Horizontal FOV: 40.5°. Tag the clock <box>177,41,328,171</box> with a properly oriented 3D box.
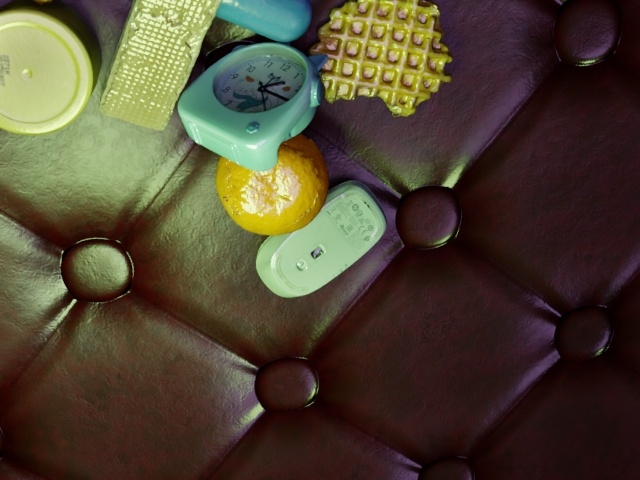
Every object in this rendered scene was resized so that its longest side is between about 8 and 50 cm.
[{"bbox_3d":[-0.106,-0.265,1.602,0.274,0.223,0.094,-46,150,-23],"label":"clock"}]

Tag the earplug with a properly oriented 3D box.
[{"bbox_3d":[-0.141,-0.449,1.572,0.273,0.132,0.132,22,107,-21],"label":"earplug"}]

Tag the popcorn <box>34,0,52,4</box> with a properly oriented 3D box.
[{"bbox_3d":[-0.480,-0.518,1.455,0.190,0.191,0.253,-44,104,-5],"label":"popcorn"}]

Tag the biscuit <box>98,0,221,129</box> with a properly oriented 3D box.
[{"bbox_3d":[-0.269,-0.368,1.512,0.144,0.078,0.426,15,138,-19],"label":"biscuit"}]

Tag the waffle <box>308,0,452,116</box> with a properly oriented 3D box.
[{"bbox_3d":[0.124,-0.358,1.688,0.291,0.051,0.291,-3,111,-7],"label":"waffle"}]

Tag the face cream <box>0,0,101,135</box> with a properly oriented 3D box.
[{"bbox_3d":[-0.505,-0.312,1.536,0.218,0.179,0.218,-3,113,-8],"label":"face cream"}]

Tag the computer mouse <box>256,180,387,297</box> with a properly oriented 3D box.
[{"bbox_3d":[-0.002,-0.001,1.794,0.288,0.097,0.159,-40,112,-4],"label":"computer mouse"}]

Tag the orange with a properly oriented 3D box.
[{"bbox_3d":[-0.093,-0.117,1.677,0.219,0.193,0.219,-1,93,-19],"label":"orange"}]
